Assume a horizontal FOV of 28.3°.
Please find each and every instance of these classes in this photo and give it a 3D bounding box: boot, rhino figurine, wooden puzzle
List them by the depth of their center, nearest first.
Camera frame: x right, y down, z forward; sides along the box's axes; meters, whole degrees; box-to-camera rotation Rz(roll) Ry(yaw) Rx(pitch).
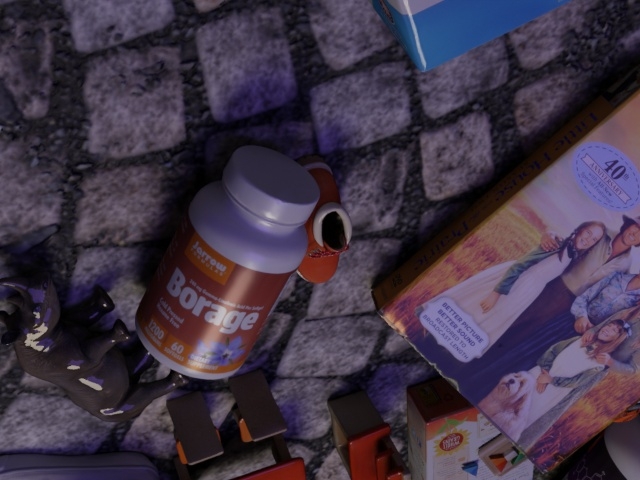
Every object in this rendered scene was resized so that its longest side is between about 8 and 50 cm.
[{"bbox_3d":[-0.242,0.105,1.264,0.106,0.073,0.243,-38,134,5],"label":"rhino figurine"},{"bbox_3d":[0.000,0.000,1.284,0.059,0.084,0.158,-18,137,-14],"label":"boot"},{"bbox_3d":[-0.288,0.304,1.384,0.258,0.123,0.095,-4,130,-24],"label":"boot"},{"bbox_3d":[0.239,0.266,1.602,0.116,0.014,0.078,-39,136,9],"label":"wooden puzzle"}]

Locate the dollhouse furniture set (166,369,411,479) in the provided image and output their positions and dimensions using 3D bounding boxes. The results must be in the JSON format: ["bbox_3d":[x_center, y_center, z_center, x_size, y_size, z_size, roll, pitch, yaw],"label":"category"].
[{"bbox_3d":[-0.038,0.282,1.483,0.259,0.135,0.262,-18,135,-12],"label":"dollhouse furniture set"}]

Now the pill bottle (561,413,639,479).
[{"bbox_3d":[0.426,0.369,1.767,0.181,0.181,0.323,14,121,-36],"label":"pill bottle"}]

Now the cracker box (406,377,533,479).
[{"bbox_3d":[0.194,0.261,1.633,0.156,0.067,0.232,-17,134,-13],"label":"cracker box"}]

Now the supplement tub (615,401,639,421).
[{"bbox_3d":[0.383,0.128,1.571,0.117,0.117,0.190,-7,132,-22],"label":"supplement tub"}]

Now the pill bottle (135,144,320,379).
[{"bbox_3d":[-0.088,0.020,1.230,0.121,0.121,0.216,9,124,-33],"label":"pill bottle"}]

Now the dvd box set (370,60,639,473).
[{"bbox_3d":[0.312,0.032,1.405,0.420,0.062,0.307,-40,111,12],"label":"dvd box set"}]

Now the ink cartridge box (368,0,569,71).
[{"bbox_3d":[0.093,-0.316,0.960,0.197,0.198,0.270,-26,137,-2],"label":"ink cartridge box"}]
